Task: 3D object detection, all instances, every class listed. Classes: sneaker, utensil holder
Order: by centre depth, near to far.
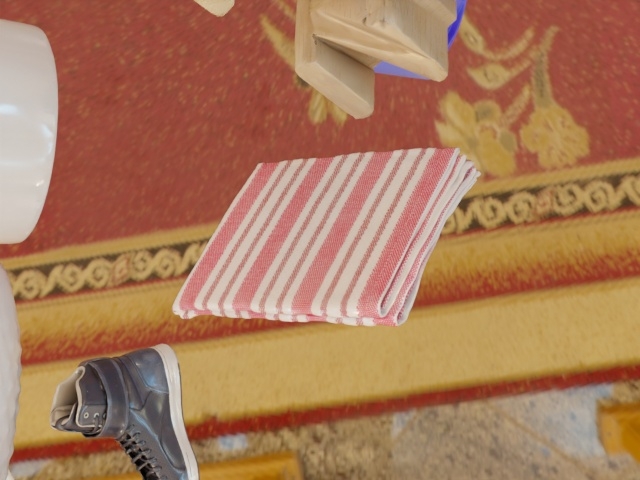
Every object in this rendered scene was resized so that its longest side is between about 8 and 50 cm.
[{"bbox_3d":[-0.237,0.245,1.431,0.086,0.163,0.226,-20,80,45],"label":"sneaker"},{"bbox_3d":[-0.568,-0.154,1.541,0.386,0.327,0.327,4,109,-29],"label":"utensil holder"}]

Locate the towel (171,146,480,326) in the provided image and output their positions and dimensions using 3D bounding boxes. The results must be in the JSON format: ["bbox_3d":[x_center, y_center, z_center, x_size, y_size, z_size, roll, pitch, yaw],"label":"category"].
[{"bbox_3d":[0.000,0.000,0.812,0.197,0.144,0.029,-1,136,40],"label":"towel"}]

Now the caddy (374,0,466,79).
[{"bbox_3d":[0.068,-0.318,1.322,0.179,0.341,0.241,14,121,11],"label":"caddy"}]

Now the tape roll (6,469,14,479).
[{"bbox_3d":[-0.584,0.408,1.577,0.392,0.072,0.391,-2,94,-30],"label":"tape roll"}]

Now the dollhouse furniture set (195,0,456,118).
[{"bbox_3d":[0.042,-0.319,0.643,0.362,0.256,0.394,-24,140,37],"label":"dollhouse furniture set"}]

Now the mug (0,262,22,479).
[{"bbox_3d":[-0.425,0.146,0.989,0.374,0.276,0.328,7,76,34],"label":"mug"}]
